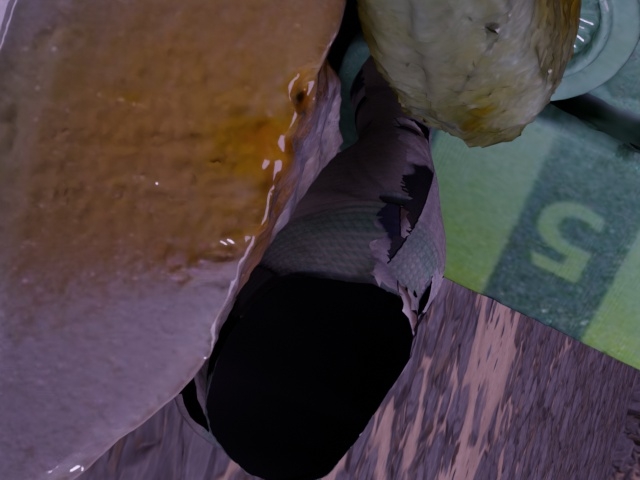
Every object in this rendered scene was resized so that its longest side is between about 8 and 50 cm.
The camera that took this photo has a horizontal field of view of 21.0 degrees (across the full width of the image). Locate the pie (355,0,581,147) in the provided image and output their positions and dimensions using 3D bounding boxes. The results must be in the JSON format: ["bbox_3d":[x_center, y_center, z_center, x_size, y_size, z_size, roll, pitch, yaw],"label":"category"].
[{"bbox_3d":[0.030,-0.193,0.505,0.323,0.071,0.323,-6,90,-79],"label":"pie"}]

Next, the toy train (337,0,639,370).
[{"bbox_3d":[0.142,-0.064,0.771,0.167,0.299,0.238,-56,169,-46],"label":"toy train"}]

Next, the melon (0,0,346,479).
[{"bbox_3d":[-0.047,-0.014,0.516,0.139,0.093,0.202,7,98,-81],"label":"melon"}]

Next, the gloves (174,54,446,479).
[{"bbox_3d":[-0.009,0.002,0.654,0.212,0.111,0.127,-111,-158,-66],"label":"gloves"}]
